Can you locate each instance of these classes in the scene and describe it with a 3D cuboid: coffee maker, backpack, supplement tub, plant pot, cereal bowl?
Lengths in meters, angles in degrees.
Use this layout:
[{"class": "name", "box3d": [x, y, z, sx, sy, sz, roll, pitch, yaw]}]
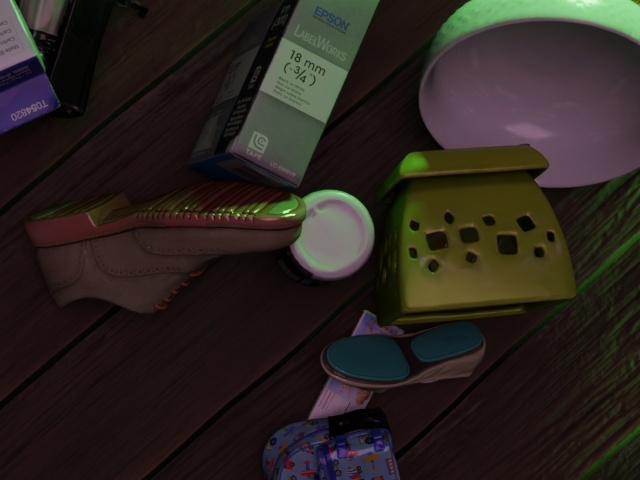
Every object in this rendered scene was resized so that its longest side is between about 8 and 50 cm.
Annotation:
[{"class": "coffee maker", "box3d": [-0.328, -0.253, 1.810, 0.171, 0.120, 0.178, 14, 84, -7]}, {"class": "backpack", "box3d": [0.014, 0.309, 1.803, 0.173, 0.117, 0.158, -9, 106, -3]}, {"class": "supplement tub", "box3d": [0.000, 0.000, 1.799, 0.117, 0.190, 0.117, 1, 86, -8]}, {"class": "plant pot", "box3d": [0.187, -0.006, 1.787, 0.228, 0.227, 0.207, -4, 82, -7]}, {"class": "cereal bowl", "box3d": [0.303, -0.222, 1.812, 0.338, 0.339, 0.141, 17, 56, -6]}]

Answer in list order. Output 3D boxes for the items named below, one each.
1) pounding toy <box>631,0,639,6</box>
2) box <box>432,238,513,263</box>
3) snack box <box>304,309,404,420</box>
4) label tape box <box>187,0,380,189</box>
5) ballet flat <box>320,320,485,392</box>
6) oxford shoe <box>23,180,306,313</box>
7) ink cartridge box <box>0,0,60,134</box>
[{"class": "pounding toy", "box3d": [0.319, -0.314, 1.891, 0.181, 0.094, 0.206, 33, 103, -23]}, {"class": "box", "box3d": [0.226, 0.019, 1.912, 0.136, 0.028, 0.081, 30, 82, -7]}, {"class": "snack box", "box3d": [0.045, 0.187, 1.874, 0.064, 0.022, 0.178, 29, 82, -6]}, {"class": "label tape box", "box3d": [-0.038, -0.232, 1.782, 0.105, 0.240, 0.334, 26, 81, -17]}, {"class": "ballet flat", "box3d": [0.106, 0.166, 1.838, 0.248, 0.086, 0.086, -5, 86, -25]}, {"class": "oxford shoe", "box3d": [-0.187, 0.012, 1.747, 0.396, 0.140, 0.147, -3, 106, 30]}, {"class": "ink cartridge box", "box3d": [-0.468, -0.224, 1.716, 0.223, 0.045, 0.224, -26, 87, -4]}]
